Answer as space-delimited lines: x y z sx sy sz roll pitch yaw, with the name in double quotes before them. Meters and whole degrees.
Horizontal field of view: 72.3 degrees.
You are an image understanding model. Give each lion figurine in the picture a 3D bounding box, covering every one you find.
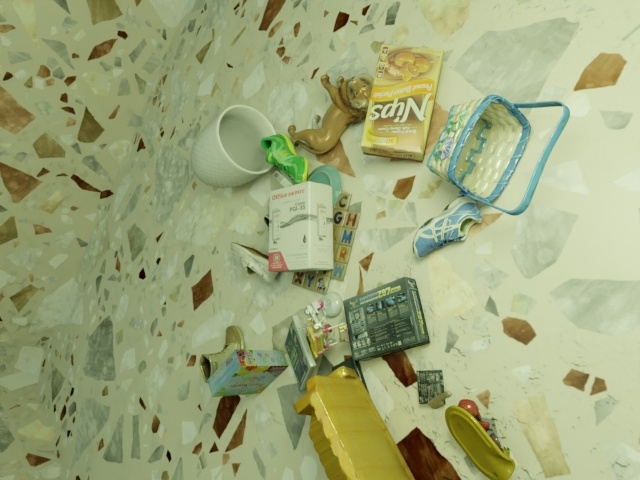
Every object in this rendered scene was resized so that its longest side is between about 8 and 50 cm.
"lion figurine" 0.047 -0.416 1.510 0.240 0.142 0.392 57 131 29

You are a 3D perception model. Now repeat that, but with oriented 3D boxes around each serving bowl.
"serving bowl" 0.031 0.203 1.397 0.083 0.027 0.083 -15 67 40

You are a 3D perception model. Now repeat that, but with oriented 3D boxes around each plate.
"plate" -0.005 -0.178 1.529 0.188 0.024 0.188 -13 70 40

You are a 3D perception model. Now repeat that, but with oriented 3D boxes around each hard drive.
"hard drive" 0.089 0.419 1.283 0.094 0.022 0.135 -37 55 30

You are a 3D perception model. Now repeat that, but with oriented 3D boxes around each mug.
"mug" -0.353 -0.385 1.795 0.328 0.276 0.374 -17 36 47

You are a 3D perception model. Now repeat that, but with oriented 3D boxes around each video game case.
"video game case" -0.068 0.356 1.383 0.190 0.022 0.173 107 147 -49

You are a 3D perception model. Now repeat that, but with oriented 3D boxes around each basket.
"basket" 0.407 -0.206 1.039 0.289 0.201 0.254 30 98 54

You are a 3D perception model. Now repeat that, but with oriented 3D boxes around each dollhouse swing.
"dollhouse swing" 0.030 0.532 1.091 0.315 0.305 0.347 -45 58 24

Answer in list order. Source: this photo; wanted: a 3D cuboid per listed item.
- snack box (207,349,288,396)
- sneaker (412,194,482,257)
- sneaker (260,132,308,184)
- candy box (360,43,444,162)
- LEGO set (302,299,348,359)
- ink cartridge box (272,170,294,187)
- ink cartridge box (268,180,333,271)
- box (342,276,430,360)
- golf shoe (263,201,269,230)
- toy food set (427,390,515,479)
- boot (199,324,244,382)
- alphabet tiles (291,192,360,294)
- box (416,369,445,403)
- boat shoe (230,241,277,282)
"snack box" -0.239 0.440 1.456 0.174 0.207 0.070 -47 51 22
"sneaker" 0.327 -0.024 1.147 0.211 0.080 0.081 -48 47 24
"sneaker" -0.136 -0.290 1.613 0.295 0.123 0.109 54 143 39
"candy box" 0.240 -0.401 1.283 0.183 0.087 0.316 11 84 14
"LEGO set" 0.013 0.275 1.306 0.287 0.107 0.132 98 153 -64
"ink cartridge box" -0.121 -0.205 1.603 0.029 0.115 0.063 -50 49 5
"ink cartridge box" -0.069 -0.039 1.465 0.207 0.117 0.283 -8 80 43
"box" 0.177 0.224 1.231 0.233 0.059 0.183 -28 60 36
"golf shoe" -0.176 -0.094 1.640 0.069 0.086 0.176 -42 51 29
"toy food set" 0.354 0.422 0.987 0.218 0.071 0.128 52 151 29
"boot" -0.363 0.413 1.609 0.077 0.165 0.213 -26 63 35
"alphabet tiles" 0.000 0.000 1.497 0.285 0.011 0.342 12 86 45
"box" 0.281 0.373 1.118 0.067 0.018 0.083 -17 67 39
"boat shoe" -0.263 0.082 1.660 0.277 0.098 0.096 24 94 43
